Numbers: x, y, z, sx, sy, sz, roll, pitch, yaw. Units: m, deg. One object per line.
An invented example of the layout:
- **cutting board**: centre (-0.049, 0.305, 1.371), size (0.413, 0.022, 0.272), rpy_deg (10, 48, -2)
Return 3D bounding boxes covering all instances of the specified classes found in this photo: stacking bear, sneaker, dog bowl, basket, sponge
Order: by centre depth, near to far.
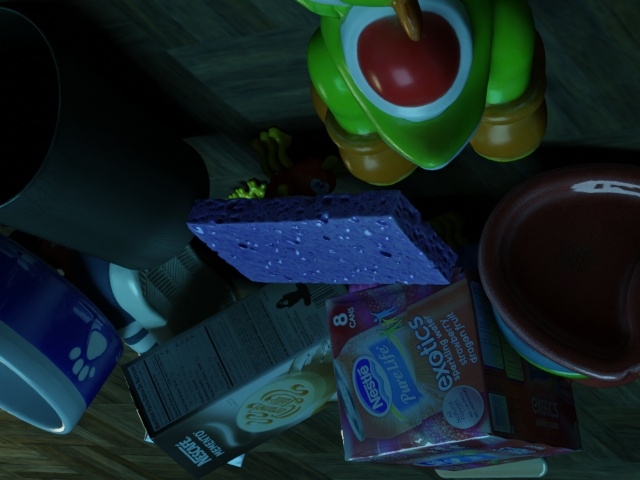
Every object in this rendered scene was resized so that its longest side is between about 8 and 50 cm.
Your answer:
- **basket**: centre (-0.211, -0.070, 1.256), size (0.154, 0.204, 0.227), rpy_deg (-43, 144, 11)
- **sponge**: centre (0.000, 0.000, 1.266), size (0.210, 0.031, 0.117), rpy_deg (-1, 152, 33)
- **stacking bear**: centre (0.236, 0.054, 1.298), size (0.164, 0.175, 0.289), rpy_deg (19, 168, 19)
- **dog bowl**: centre (-0.339, 0.083, 1.530), size (0.265, 0.104, 0.265), rpy_deg (29, 158, 13)
- **sneaker**: centre (-0.197, 0.065, 1.616), size (0.148, 0.131, 0.350), rpy_deg (13, 153, 20)

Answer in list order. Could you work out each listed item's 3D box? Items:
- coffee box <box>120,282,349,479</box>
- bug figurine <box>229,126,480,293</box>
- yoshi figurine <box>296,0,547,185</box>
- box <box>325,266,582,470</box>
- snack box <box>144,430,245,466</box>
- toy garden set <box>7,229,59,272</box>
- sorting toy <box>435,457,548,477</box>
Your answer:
- **coffee box**: centre (-0.064, 0.134, 1.548), size (0.246, 0.098, 0.141), rpy_deg (-30, 148, 2)
- **bug figurine**: centre (0.038, -0.002, 1.376), size (0.279, 0.072, 0.216), rpy_deg (23, 156, -21)
- **yoshi figurine**: centre (0.031, -0.187, 0.861), size (0.203, 0.203, 0.362), rpy_deg (30, 167, 25)
- **box**: centre (0.133, 0.130, 1.398), size (0.142, 0.154, 0.300), rpy_deg (-13, 166, 22)
- **snack box**: centre (-0.173, 0.264, 2.085), size (0.141, 0.037, 0.100), rpy_deg (17, -161, -7)
- **toy garden set**: centre (-0.416, -0.015, 1.631), size (0.244, 0.049, 0.204), rpy_deg (0, 153, 29)
- **sorting toy**: centre (0.170, 0.254, 1.942), size (0.193, 0.038, 0.208), rpy_deg (-9, 143, 43)
